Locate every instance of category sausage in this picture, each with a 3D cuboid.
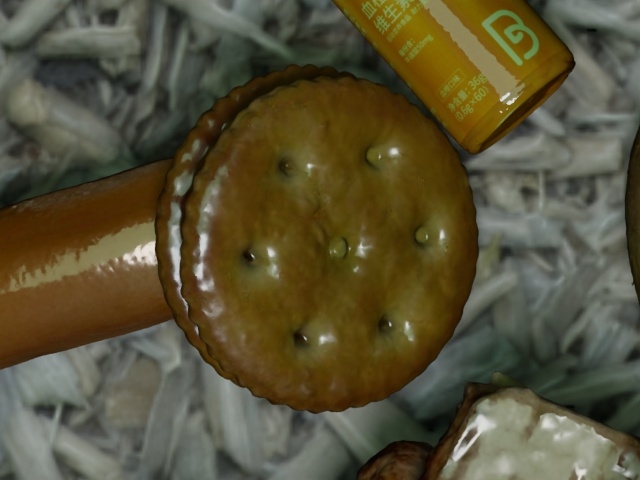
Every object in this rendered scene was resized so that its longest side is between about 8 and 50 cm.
[{"bbox_3d":[-0.172,0.020,1.287,0.274,0.105,0.105,-17,85,7],"label":"sausage"}]

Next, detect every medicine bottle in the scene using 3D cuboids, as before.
[{"bbox_3d":[0.071,-0.155,1.265,0.096,0.096,0.192,-41,84,4],"label":"medicine bottle"}]

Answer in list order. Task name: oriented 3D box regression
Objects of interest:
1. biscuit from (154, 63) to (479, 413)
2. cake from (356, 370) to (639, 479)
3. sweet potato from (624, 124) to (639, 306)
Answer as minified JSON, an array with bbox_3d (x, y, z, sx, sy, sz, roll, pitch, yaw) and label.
[{"bbox_3d":[0.000,0.000,1.237,0.220,0.066,0.221,-3,96,-29],"label":"biscuit"},{"bbox_3d":[0.140,0.195,1.198,0.293,0.196,0.199,25,89,13],"label":"cake"},{"bbox_3d":[0.234,-0.057,1.256,0.077,0.077,0.244,5,82,8],"label":"sweet potato"}]
